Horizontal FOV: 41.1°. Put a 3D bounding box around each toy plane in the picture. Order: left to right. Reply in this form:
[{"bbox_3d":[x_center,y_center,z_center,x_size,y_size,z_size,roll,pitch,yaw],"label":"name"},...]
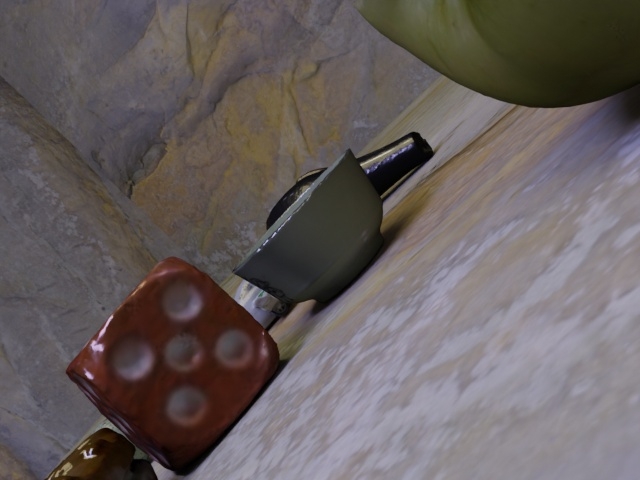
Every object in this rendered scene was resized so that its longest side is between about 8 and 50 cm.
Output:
[{"bbox_3d":[-0.104,0.101,1.269,0.174,0.080,0.174,-43,4,4],"label":"toy plane"}]

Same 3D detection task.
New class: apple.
[{"bbox_3d":[0.205,-0.265,0.578,0.360,0.320,0.312,-41,-34,-11],"label":"apple"}]

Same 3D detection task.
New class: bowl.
[{"bbox_3d":[0.000,0.000,1.044,0.211,0.112,0.211,-44,5,5],"label":"bowl"}]

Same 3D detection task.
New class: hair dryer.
[{"bbox_3d":[0.079,-0.108,1.480,0.303,0.120,0.359,-34,0,22],"label":"hair dryer"}]

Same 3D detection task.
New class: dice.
[{"bbox_3d":[-0.166,0.140,0.955,0.179,0.175,0.174,-51,7,-21],"label":"dice"}]

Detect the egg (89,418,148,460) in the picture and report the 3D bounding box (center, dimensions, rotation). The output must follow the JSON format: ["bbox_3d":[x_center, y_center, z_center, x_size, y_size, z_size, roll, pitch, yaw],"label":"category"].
[{"bbox_3d":[-0.278,0.289,1.162,0.110,0.085,0.085,-57,10,-29],"label":"egg"}]

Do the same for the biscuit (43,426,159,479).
[{"bbox_3d":[-0.286,0.325,0.821,0.332,0.103,0.332,-46,4,4],"label":"biscuit"}]
